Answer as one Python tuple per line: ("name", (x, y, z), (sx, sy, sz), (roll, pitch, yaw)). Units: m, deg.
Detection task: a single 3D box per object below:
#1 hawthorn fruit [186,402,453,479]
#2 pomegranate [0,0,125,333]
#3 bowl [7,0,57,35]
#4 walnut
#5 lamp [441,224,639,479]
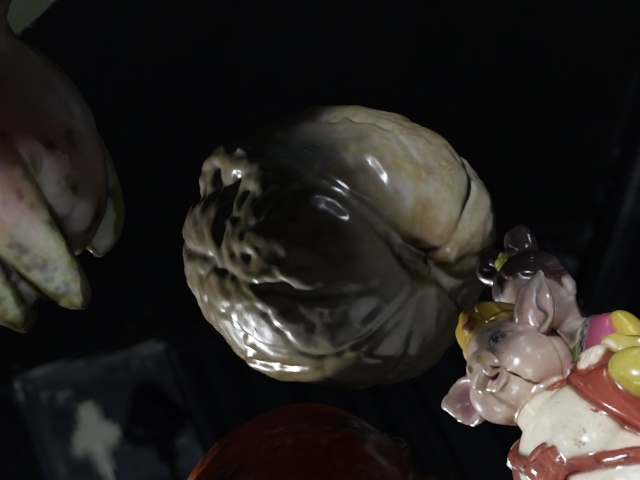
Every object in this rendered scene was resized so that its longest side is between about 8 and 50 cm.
("hawthorn fruit", (-0.011, 0.244, 1.199), (0.271, 0.242, 0.242), (-53, -31, -9))
("pomegranate", (-0.203, -0.101, 0.757), (0.285, 0.285, 0.340), (-36, -76, 18))
("bowl", (-0.161, -0.207, 1.028), (0.211, 0.112, 0.211), (-48, 0, 0))
("walnut", (0.002, 0.001, 1.190), (0.178, 0.230, 0.178), (-11, -70, -32))
("lamp", (0.129, 0.085, 0.849), (0.118, 0.253, 0.118), (-28, -28, -17))
